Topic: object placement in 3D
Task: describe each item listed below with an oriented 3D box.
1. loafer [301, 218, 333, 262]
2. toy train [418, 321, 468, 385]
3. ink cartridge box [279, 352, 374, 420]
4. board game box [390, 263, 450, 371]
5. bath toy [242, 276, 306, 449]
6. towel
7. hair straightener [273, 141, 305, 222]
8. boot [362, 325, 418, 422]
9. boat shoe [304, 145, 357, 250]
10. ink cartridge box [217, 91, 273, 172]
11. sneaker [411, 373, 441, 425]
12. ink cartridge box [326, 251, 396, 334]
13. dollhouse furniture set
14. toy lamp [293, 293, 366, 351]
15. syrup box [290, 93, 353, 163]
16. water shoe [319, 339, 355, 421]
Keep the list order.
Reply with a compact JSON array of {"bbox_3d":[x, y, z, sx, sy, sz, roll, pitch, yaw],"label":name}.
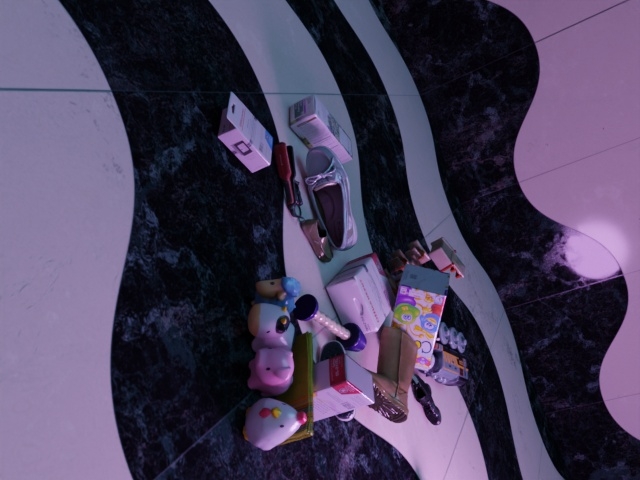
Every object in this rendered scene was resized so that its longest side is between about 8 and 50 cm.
[{"bbox_3d":[0.000,0.000,1.805,0.148,0.050,0.056,55,28,-27],"label":"loafer"},{"bbox_3d":[0.426,0.405,2.273,0.334,0.142,0.190,31,54,-53],"label":"toy train"},{"bbox_3d":[0.012,0.330,1.425,0.127,0.175,0.072,45,31,-42],"label":"ink cartridge box"},{"bbox_3d":[0.295,0.235,1.959,0.144,0.142,0.275,-58,158,-60],"label":"board game box"},{"bbox_3d":[-0.092,0.250,1.331,0.151,0.129,0.348,42,36,-45],"label":"bath toy"},{"bbox_3d":[-0.060,0.313,1.377,0.021,0.102,0.237,39,37,-39],"label":"towel"},{"bbox_3d":[-0.071,-0.158,1.786,0.089,0.047,0.231,7,65,-62],"label":"hair straightener"},{"bbox_3d":[0.169,0.343,1.791,0.236,0.089,0.270,44,35,-19],"label":"boot"},{"bbox_3d":[0.028,-0.125,1.877,0.103,0.118,0.321,-5,82,-76],"label":"boat shoe"},{"bbox_3d":[-0.196,-0.269,1.602,0.180,0.060,0.104,46,34,-41],"label":"ink cartridge box"},{"bbox_3d":[0.340,0.522,2.098,0.089,0.051,0.170,20,49,-59],"label":"sneaker"},{"bbox_3d":[0.123,0.157,1.874,0.172,0.100,0.237,66,24,-7],"label":"ink cartridge box"},{"bbox_3d":[0.341,0.112,2.168,0.135,0.259,0.262,51,30,-14],"label":"dollhouse furniture set"},{"bbox_3d":[0.036,0.223,1.671,0.274,0.080,0.080,41,36,-47],"label":"toy lamp"},{"bbox_3d":[0.004,-0.338,2.022,0.237,0.096,0.093,43,33,-43],"label":"syrup box"},{"bbox_3d":[0.040,0.355,1.615,0.080,0.072,0.203,80,1,-66],"label":"water shoe"}]
